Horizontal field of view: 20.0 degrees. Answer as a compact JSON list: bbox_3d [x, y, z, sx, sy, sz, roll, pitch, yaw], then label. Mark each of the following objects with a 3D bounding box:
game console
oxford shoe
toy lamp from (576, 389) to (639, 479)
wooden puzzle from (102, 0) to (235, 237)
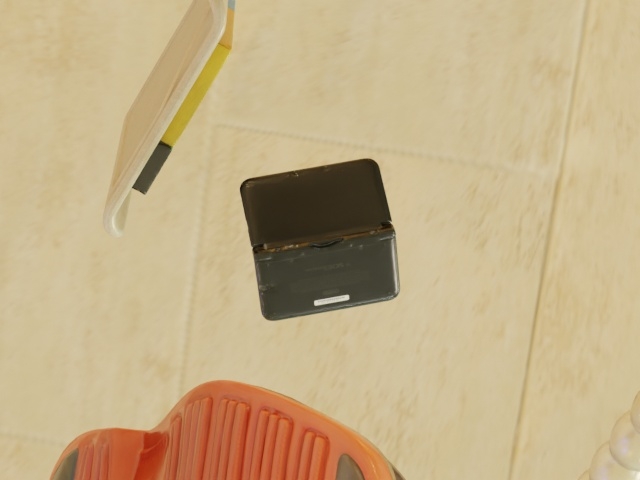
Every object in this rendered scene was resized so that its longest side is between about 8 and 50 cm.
[{"bbox_3d":[0.000,0.000,1.551,0.122,0.071,0.107,-10,124,-5],"label":"game console"},{"bbox_3d":[-0.026,0.116,0.769,0.098,0.271,0.097,15,78,-28],"label":"oxford shoe"},{"bbox_3d":[0.168,0.087,0.896,0.080,0.080,0.275,28,136,4],"label":"toy lamp"},{"bbox_3d":[-0.126,-0.140,1.608,0.044,0.221,0.239,24,113,-11],"label":"wooden puzzle"}]
